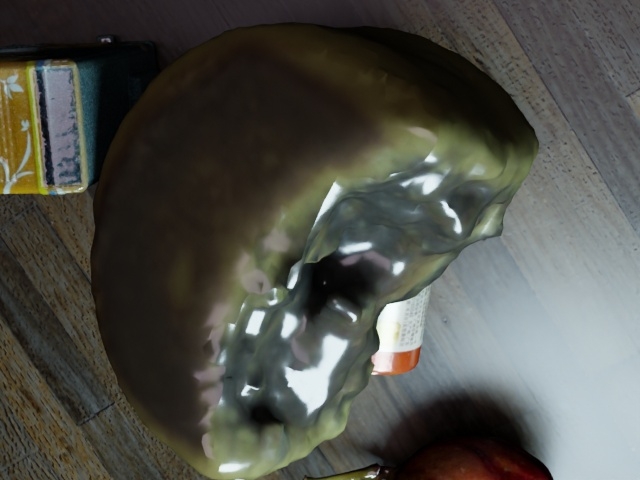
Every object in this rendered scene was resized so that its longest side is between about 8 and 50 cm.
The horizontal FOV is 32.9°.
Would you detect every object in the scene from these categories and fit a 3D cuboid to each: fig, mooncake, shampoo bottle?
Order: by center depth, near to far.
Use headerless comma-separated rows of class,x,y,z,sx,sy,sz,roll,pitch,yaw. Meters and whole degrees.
mooncake,0.000,0.000,0.986,0.394,0.246,0.393,-12,88,29
shampoo bottle,0.074,-0.004,1.149,0.104,0.104,0.278,10,105,8
fig,0.136,0.294,1.194,0.249,0.186,0.203,31,88,45

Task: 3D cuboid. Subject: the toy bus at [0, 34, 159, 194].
toy bus,-0.267,-0.131,1.095,0.167,0.275,0.138,-1,103,8
